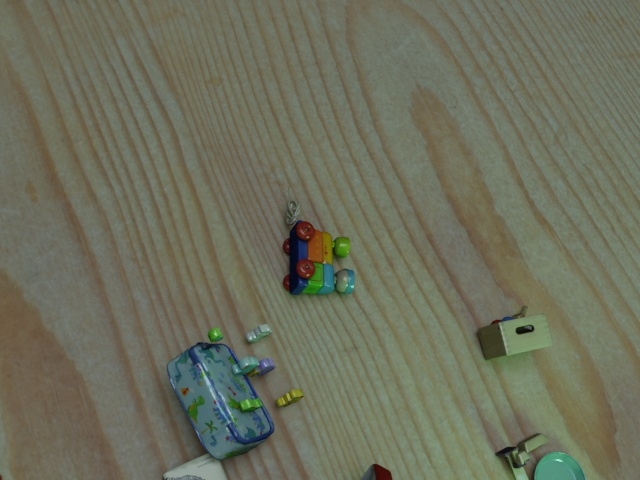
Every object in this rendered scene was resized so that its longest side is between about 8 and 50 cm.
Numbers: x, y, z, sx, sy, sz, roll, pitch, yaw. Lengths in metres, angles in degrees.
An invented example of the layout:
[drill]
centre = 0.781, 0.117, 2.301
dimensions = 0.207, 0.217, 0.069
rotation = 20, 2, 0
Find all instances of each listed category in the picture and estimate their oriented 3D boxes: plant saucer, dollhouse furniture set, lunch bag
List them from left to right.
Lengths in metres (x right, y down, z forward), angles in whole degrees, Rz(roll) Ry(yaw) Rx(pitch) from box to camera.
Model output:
[lunch bag]
centre = -0.187, 0.300, 1.628
dimensions = 0.090, 0.176, 0.219
rotation = -36, 72, 14
[dollhouse furniture set]
centre = 0.438, 0.450, 1.743
dimensions = 0.114, 0.091, 0.081
rotation = -21, 86, -23
[plant saucer]
centre = 0.488, 0.496, 1.752
dimensions = 0.119, 0.021, 0.119
rotation = 6, 68, -15

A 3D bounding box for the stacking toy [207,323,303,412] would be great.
[stacking toy]
centre = -0.125, 0.244, 1.657
dimensions = 0.052, 0.221, 0.167
rotation = -34, 72, 16

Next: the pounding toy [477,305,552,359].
[pounding toy]
centre = 0.423, 0.192, 1.838
dimensions = 0.141, 0.130, 0.100
rotation = -10, 79, -16

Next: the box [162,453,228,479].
[box]
centre = -0.189, 0.536, 1.555
dimensions = 0.113, 0.094, 0.275
rotation = -21, 71, -20

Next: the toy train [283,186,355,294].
[toy train]
centre = 0.000, 0.000, 1.852
dimensions = 0.143, 0.105, 0.248
rotation = 9, 63, -19

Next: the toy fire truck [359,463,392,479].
[toy fire truck]
centre = 0.052, 0.545, 1.475
dimensions = 0.169, 0.302, 0.254
rotation = 32, 98, -6
